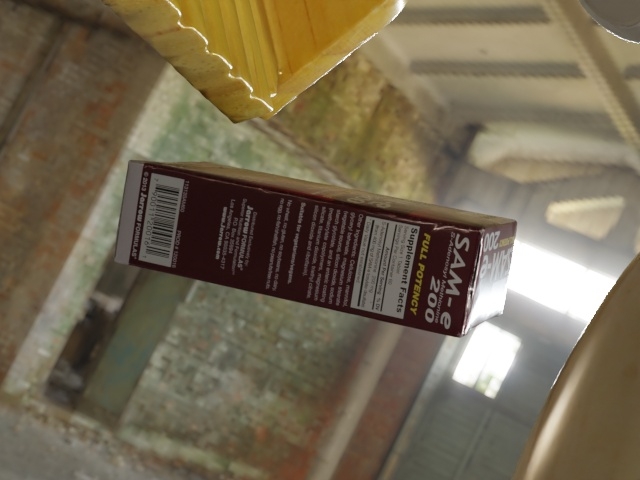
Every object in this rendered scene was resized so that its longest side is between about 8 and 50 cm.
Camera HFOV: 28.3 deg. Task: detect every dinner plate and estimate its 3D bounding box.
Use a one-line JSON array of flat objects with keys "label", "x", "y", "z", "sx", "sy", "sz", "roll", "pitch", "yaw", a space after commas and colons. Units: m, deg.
[{"label": "dinner plate", "x": 0.267, "y": -0.239, "z": 1.152, "sx": 0.141, "sy": 0.017, "sz": 0.141, "roll": 44, "pitch": -25, "yaw": 27}]

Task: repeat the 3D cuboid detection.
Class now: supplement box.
[{"label": "supplement box", "x": 0.000, "y": 0.000, "z": 0.847, "sx": 0.239, "sy": 0.073, "sz": 0.130, "roll": 12, "pitch": 7, "yaw": 17}]

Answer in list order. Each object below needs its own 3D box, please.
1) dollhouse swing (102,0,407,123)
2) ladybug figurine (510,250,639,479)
[{"label": "dollhouse swing", "x": 0.033, "y": -0.274, "z": 0.638, "sx": 0.305, "sy": 0.315, "sz": 0.347, "roll": -16, "pitch": -15, "yaw": 10}, {"label": "ladybug figurine", "x": 0.197, "y": 0.150, "z": 0.382, "sx": 0.305, "sy": 0.449, "sz": 0.162, "roll": 15, "pitch": -6, "yaw": 13}]
